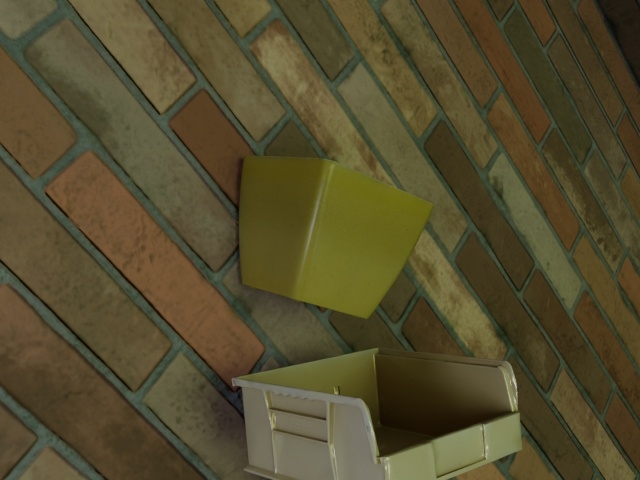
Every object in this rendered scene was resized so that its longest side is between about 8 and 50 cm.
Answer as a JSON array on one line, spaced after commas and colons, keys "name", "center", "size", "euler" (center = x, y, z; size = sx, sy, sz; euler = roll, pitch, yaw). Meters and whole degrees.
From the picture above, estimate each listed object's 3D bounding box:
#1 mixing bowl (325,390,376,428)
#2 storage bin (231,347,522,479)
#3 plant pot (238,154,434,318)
[{"name": "mixing bowl", "center": [-0.011, 0.310, 1.117], "size": [0.181, 0.098, 0.182], "euler": [8, 78, -40]}, {"name": "storage bin", "center": [0.073, 0.222, 0.969], "size": [0.262, 0.260, 0.123], "euler": [-3, 90, -41]}, {"name": "plant pot", "center": [0.000, 0.000, 1.114], "size": [0.212, 0.212, 0.187], "euler": [19, 85, -38]}]
